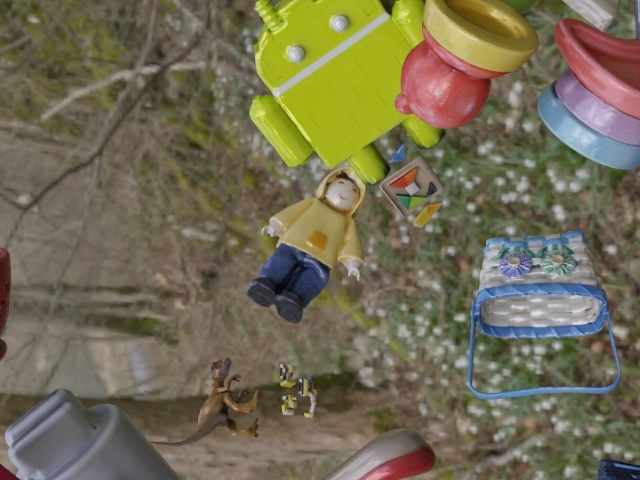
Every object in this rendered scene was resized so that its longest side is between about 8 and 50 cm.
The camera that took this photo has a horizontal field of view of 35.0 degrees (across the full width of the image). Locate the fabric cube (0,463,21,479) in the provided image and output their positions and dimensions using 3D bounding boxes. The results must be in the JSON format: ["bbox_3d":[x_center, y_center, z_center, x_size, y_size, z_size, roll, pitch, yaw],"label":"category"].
[{"bbox_3d":[-0.540,0.344,1.156,0.259,0.258,0.254,-28,-31,-58],"label":"fabric cube"}]

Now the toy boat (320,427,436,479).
[{"bbox_3d":[0.093,0.408,1.621,0.231,0.151,0.151,-39,-9,10],"label":"toy boat"}]

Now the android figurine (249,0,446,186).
[{"bbox_3d":[0.031,-0.199,1.218,0.248,0.273,0.056,-32,27,11],"label":"android figurine"}]

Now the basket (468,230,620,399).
[{"bbox_3d":[0.381,0.135,1.784,0.201,0.254,0.289,62,-155,-63],"label":"basket"}]

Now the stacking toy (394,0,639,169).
[{"bbox_3d":[0.224,-0.199,1.116,0.280,0.308,0.130,-91,23,-51],"label":"stacking toy"}]

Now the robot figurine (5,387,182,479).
[{"bbox_3d":[-0.316,0.388,1.516,0.199,0.353,0.300,-38,18,-8],"label":"robot figurine"}]

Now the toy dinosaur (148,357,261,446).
[{"bbox_3d":[-0.142,0.239,1.371,0.211,0.112,0.064,-65,-23,-63],"label":"toy dinosaur"}]

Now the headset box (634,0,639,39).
[{"bbox_3d":[0.609,-0.313,1.452,0.110,0.293,0.218,-9,-83,-61],"label":"headset box"}]

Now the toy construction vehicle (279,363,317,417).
[{"bbox_3d":[-0.042,0.293,1.978,0.035,0.086,0.098,-11,69,36],"label":"toy construction vehicle"}]

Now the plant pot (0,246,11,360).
[{"bbox_3d":[-0.544,0.103,1.475,0.191,0.191,0.174,-145,51,-72],"label":"plant pot"}]

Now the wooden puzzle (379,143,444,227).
[{"bbox_3d":[0.128,-0.073,1.399,0.078,0.116,0.014,-43,28,11],"label":"wooden puzzle"}]

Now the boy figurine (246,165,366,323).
[{"bbox_3d":[0.000,0.000,1.653,0.285,0.177,0.092,-56,-7,-26],"label":"boy figurine"}]

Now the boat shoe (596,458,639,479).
[{"bbox_3d":[0.527,0.351,1.524,0.109,0.258,0.089,-26,67,53],"label":"boat shoe"}]
